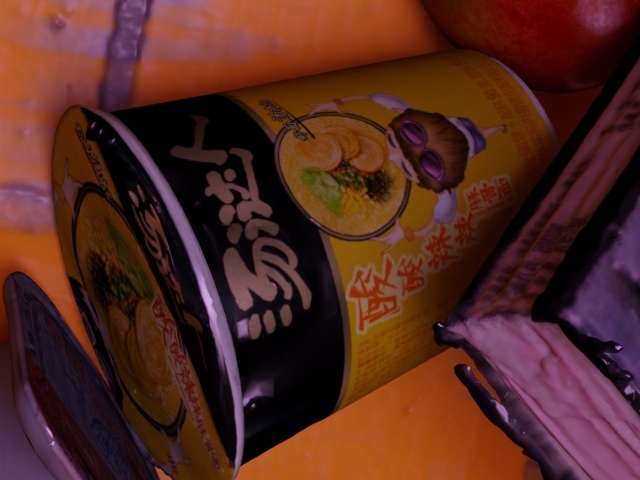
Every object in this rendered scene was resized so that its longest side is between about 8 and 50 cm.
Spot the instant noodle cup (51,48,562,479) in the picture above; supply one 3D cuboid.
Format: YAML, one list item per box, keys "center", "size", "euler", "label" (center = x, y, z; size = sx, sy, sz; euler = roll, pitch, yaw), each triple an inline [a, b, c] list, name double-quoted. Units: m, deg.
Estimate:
- center: [0.000, 0.000, 0.833]
  size: [0.236, 0.215, 0.215]
  euler: [-19, 115, -24]
  label: "instant noodle cup"

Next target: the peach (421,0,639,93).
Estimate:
- center: [0.121, -0.146, 0.875]
  size: [0.151, 0.118, 0.151]
  euler: [-9, 156, -4]
  label: "peach"

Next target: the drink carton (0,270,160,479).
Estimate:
- center: [-0.186, 0.150, 0.822]
  size: [0.190, 0.191, 0.185]
  euler: [-32, 121, 2]
  label: "drink carton"

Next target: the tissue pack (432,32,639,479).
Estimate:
- center: [0.246, 0.001, 0.802]
  size: [0.259, 0.122, 0.361]
  euler: [49, 60, -22]
  label: "tissue pack"
